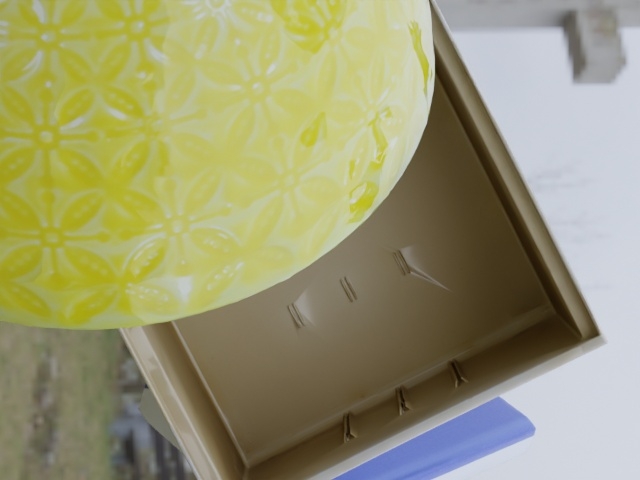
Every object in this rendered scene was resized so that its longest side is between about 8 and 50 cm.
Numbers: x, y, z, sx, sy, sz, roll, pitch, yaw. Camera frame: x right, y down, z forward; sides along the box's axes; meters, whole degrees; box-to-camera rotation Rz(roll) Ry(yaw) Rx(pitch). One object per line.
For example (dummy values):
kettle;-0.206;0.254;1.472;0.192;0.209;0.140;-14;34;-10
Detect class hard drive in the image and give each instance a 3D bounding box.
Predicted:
hard drive;0.022;0.163;1.454;0.210;0.318;0.040;36;-59;32

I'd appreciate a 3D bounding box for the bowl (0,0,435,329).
bowl;-0.092;-0.123;0.662;0.156;0.289;0.289;89;-7;-52

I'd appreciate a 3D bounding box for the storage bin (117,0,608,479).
storage bin;0.000;0.000;1.023;0.260;0.262;0.123;63;3;-5
